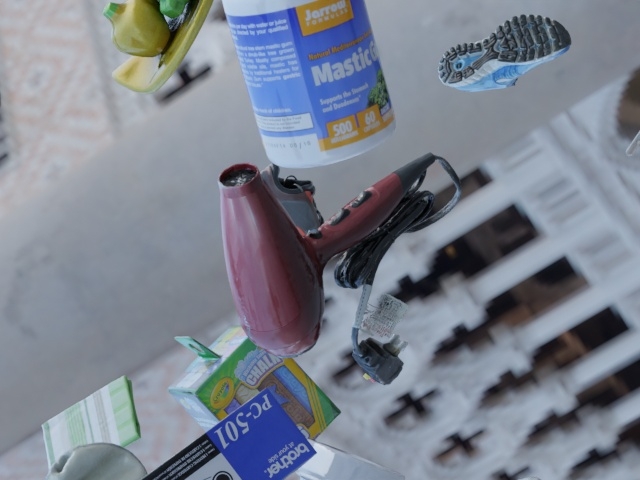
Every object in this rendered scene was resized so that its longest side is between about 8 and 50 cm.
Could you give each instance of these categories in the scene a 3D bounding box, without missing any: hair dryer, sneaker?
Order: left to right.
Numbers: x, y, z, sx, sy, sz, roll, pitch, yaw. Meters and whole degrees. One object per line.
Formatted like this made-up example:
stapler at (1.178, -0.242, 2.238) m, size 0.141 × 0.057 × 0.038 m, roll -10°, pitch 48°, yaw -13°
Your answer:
sneaker at (-0.021, -0.038, 2.185) m, size 0.158 × 0.065 × 0.061 m, roll 38°, pitch -173°, yaw -33°
hair dryer at (0.000, 0.000, 1.614) m, size 0.080 × 0.223 × 0.293 m, roll 13°, pitch 174°, yaw 39°
sneaker at (0.224, -0.218, 2.128) m, size 0.073 × 0.162 × 0.063 m, roll 31°, pitch -131°, yaw -56°

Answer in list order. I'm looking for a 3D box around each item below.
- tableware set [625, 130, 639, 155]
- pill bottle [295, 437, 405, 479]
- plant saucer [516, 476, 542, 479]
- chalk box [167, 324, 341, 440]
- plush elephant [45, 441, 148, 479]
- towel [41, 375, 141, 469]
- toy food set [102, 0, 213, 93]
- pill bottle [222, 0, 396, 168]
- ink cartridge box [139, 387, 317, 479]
tableware set at (0.453, -0.157, 2.118) m, size 0.194 × 0.128 × 0.039 m, roll 113°, pitch 163°, yaw -58°
pill bottle at (-0.003, 0.404, 2.240) m, size 0.161 × 0.283 × 0.161 m, roll 21°, pitch 175°, yaw 2°
plant saucer at (0.093, 0.267, 1.333) m, size 0.100 × 0.400 × 0.400 m, roll 63°, pitch -164°, yaw 4°
chalk box at (-0.104, 0.195, 2.365) m, size 0.213 × 0.132 × 0.132 m, roll 50°, pitch 162°, yaw -13°
plush elephant at (-0.233, 0.392, 2.168) m, size 0.330 × 0.256 × 0.271 m, roll -132°, pitch 42°, yaw -81°
towel at (-0.317, 0.268, 2.490) m, size 0.023 × 0.152 × 0.113 m, roll 42°, pitch -156°, yaw -47°
toy food set at (-0.120, -0.220, 1.372) m, size 0.071 × 0.128 × 0.217 m, roll 27°, pitch -116°, yaw -20°
pill bottle at (-0.020, -0.229, 1.951) m, size 0.152 × 0.152 × 0.272 m, roll -77°, pitch -27°, yaw -68°
ink cartridge box at (-0.114, 0.265, 2.016) m, size 0.097 × 0.207 × 0.046 m, roll 52°, pitch 154°, yaw 6°
